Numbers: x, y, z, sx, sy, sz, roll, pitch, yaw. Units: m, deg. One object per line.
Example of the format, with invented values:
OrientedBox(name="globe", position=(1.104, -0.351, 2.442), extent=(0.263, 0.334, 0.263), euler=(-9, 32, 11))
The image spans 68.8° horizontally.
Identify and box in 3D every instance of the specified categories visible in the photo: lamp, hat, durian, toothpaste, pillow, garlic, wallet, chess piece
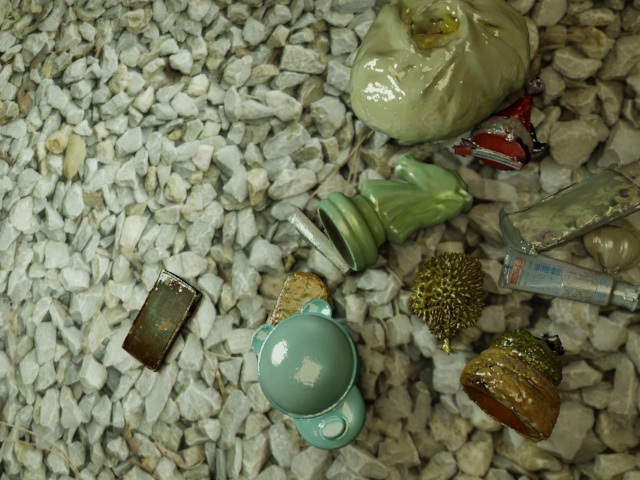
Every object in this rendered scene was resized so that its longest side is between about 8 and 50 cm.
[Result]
OrientedBox(name="lamp", position=(-0.014, 0.275, 0.945), extent=(0.209, 0.147, 0.284), euler=(-28, 82, 6))
OrientedBox(name="hat", position=(0.388, -0.247, 0.956), extent=(0.140, 0.129, 0.227), euler=(17, 67, 43))
OrientedBox(name="durian", position=(0.250, 0.122, 0.928), extent=(0.147, 0.102, 0.208), euler=(5, 86, 12))
OrientedBox(name="toothpaste", position=(0.469, 0.076, 0.893), extent=(0.234, 0.057, 0.089), euler=(15, 84, 26))
OrientedBox(name="pillow", position=(0.473, -0.048, 0.879), extent=(0.255, 0.169, 0.059), euler=(-26, 116, 11))
OrientedBox(name="garlic", position=(0.543, 0.011, 0.867), extent=(0.113, 0.074, 0.094), euler=(8, 74, 3))
OrientedBox(name="wallet", position=(-0.392, 0.195, 1.152), extent=(0.122, 0.031, 0.232), euler=(31, 93, 15))
OrientedBox(name="chess piece", position=(0.156, -0.074, 0.968), extent=(0.298, 0.175, 0.175), euler=(-28, 73, -7))

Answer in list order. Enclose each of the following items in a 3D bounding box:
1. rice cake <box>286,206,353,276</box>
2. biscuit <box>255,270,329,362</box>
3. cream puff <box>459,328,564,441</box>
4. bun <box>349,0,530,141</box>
OrientedBox(name="rice cake", position=(0.000, 0.000, 1.058), extent=(0.047, 0.036, 0.207), euler=(-45, 70, -8))
OrientedBox(name="biscuit", position=(-0.064, 0.189, 1.051), extent=(0.119, 0.029, 0.247), euler=(23, 88, 12))
OrientedBox(name="cream puff", position=(0.365, 0.241, 0.842), extent=(0.183, 0.183, 0.169), euler=(37, 73, 19))
OrientedBox(name="bun", position=(0.211, -0.370, 0.928), extent=(0.365, 0.219, 0.365), euler=(-12, 60, 22))
